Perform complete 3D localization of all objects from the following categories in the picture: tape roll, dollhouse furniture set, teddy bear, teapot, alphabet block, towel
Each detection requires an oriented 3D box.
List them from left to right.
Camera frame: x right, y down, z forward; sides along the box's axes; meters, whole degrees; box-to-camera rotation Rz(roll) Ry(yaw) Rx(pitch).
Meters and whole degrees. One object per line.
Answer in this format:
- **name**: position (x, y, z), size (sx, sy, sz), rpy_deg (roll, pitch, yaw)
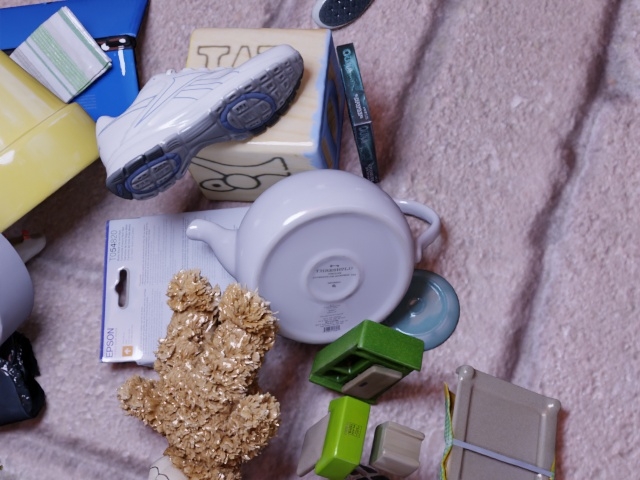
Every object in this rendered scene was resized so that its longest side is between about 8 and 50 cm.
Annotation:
- **tape roll**: position (-0.492, 0.052, 1.335), size (0.219, 0.219, 0.072), rpy_deg (19, 43, 15)
- **towel**: position (-0.398, -0.259, 1.502), size (0.152, 0.023, 0.113), rpy_deg (-39, 92, 13)
- **teddy bear**: position (-0.151, 0.202, 1.251), size (0.245, 0.113, 0.337), rpy_deg (31, 107, 21)
- **alphabet block**: position (-0.078, -0.173, 1.425), size (0.197, 0.192, 0.193), rpy_deg (3, 68, 9)
- **teapot**: position (0.000, 0.000, 1.345), size (0.252, 0.256, 0.187), rpy_deg (-45, 31, 14)
- **dollhouse furniture set**: position (0.136, 0.256, 1.264), size (0.302, 0.151, 0.197), rpy_deg (22, 57, -14)

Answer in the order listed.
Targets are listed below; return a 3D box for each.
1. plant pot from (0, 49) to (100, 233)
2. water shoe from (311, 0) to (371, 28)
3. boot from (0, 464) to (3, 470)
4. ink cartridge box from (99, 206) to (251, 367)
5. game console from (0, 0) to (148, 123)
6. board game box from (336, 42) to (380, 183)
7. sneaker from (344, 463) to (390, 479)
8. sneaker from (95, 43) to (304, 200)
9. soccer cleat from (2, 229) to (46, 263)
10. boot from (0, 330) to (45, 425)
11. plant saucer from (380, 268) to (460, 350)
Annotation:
- **plant pot**: position (-0.462, -0.146, 1.395), size (0.254, 0.254, 0.239), rpy_deg (-40, 101, -7)
- **water shoe**: position (0.049, -0.412, 1.573), size (0.203, 0.073, 0.080), rpy_deg (-49, 43, -10)
- **boot**: position (-0.419, 0.360, 1.269), size (0.213, 0.077, 0.165), rpy_deg (5, 83, 20)
- **ink cartridge box**: position (-0.195, 0.067, 1.425), size (0.224, 0.045, 0.223), rpy_deg (-4, 69, 7)
- **game console**: position (-0.414, -0.260, 1.600), size (0.293, 0.173, 0.250), rpy_deg (-5, 99, 7)
- **board game box**: position (0.054, -0.172, 1.402), size (0.026, 0.186, 0.126), rpy_deg (-13, 68, 2)
- **sneaker**: position (0.075, 0.401, 1.227), size (0.118, 0.107, 0.279), rpy_deg (-57, 48, 30)
- **sneaker**: position (-0.161, -0.176, 1.283), size (0.297, 0.111, 0.129), rpy_deg (-30, 62, -4)
- **soccer cleat**: position (-0.491, 0.047, 1.478), size (0.196, 0.068, 0.076), rpy_deg (-24, 108, -13)
- **boot**: position (-0.486, 0.254, 1.373), size (0.207, 0.094, 0.246), rpy_deg (-14, 61, 8)
- **plant saucer**: position (0.131, 0.092, 1.377), size (0.119, 0.021, 0.119), rpy_deg (-3, 68, 8)
